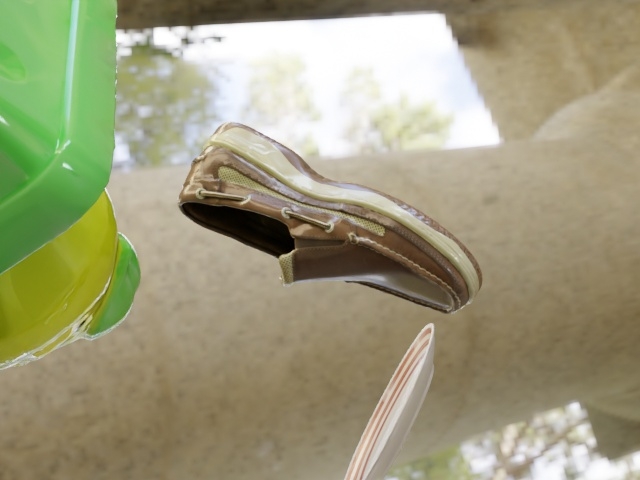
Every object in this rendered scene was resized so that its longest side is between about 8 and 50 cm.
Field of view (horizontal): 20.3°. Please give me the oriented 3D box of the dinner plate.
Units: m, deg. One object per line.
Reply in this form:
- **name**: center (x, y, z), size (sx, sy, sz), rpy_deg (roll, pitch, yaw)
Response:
- **dinner plate**: center (0.048, 0.121, 1.195), size (0.017, 0.141, 0.141), rpy_deg (25, -56, -1)

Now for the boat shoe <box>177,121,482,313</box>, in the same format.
- **boat shoe**: center (0.000, 0.004, 1.422), size (0.257, 0.095, 0.095), rpy_deg (27, -27, 22)

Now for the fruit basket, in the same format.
- **fruit basket**: center (-0.257, -0.001, 1.154), size (0.283, 0.392, 0.392), rpy_deg (-97, -154, -53)
